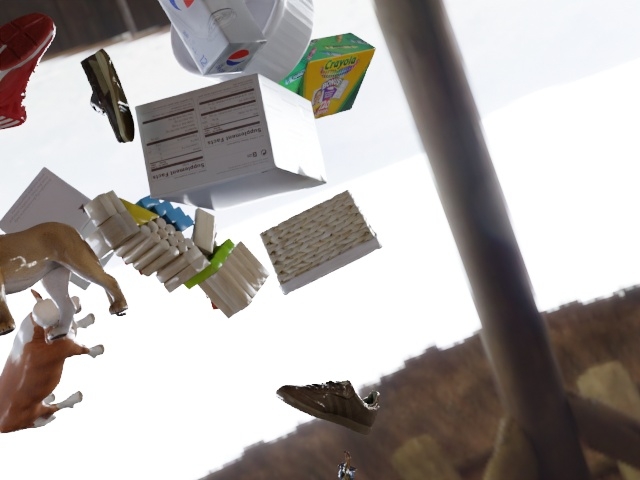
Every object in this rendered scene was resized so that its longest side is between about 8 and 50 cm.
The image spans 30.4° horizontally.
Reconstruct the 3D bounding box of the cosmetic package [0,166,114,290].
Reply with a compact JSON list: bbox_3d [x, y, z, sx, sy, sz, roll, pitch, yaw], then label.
[{"bbox_3d":[-0.495,-0.020,2.278,0.151,0.151,0.184,-53,163,-8],"label":"cosmetic package"}]

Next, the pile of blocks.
[{"bbox_3d":[-0.261,0.017,2.036,0.112,0.362,0.149,-34,-143,36],"label":"pile of blocks"}]

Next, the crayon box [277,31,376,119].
[{"bbox_3d":[-0.005,-0.358,2.605,0.278,0.081,0.165,-23,142,-52],"label":"crayon box"}]

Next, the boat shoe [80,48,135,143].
[{"bbox_3d":[-0.308,-0.203,1.701,0.049,0.152,0.056,-22,159,7],"label":"boat shoe"}]

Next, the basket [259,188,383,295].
[{"bbox_3d":[0.000,0.000,1.775,0.167,0.103,0.113,-25,180,4],"label":"basket"}]

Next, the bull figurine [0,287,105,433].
[{"bbox_3d":[-0.479,0.208,2.060,0.188,0.101,0.310,6,122,-55],"label":"bull figurine"}]

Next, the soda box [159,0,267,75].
[{"bbox_3d":[-0.212,-0.423,2.020,0.098,0.286,0.091,-13,157,-46],"label":"soda box"}]

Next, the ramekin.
[{"bbox_3d":[-0.143,-0.416,2.257,0.277,0.277,0.135,-17,152,33],"label":"ramekin"}]

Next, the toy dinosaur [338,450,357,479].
[{"bbox_3d":[0.057,0.476,2.315,0.047,0.082,0.090,6,-145,14],"label":"toy dinosaur"}]

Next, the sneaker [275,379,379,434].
[{"bbox_3d":[0.012,0.241,1.819,0.188,0.071,0.066,26,174,-36],"label":"sneaker"}]

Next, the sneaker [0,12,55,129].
[{"bbox_3d":[-0.517,-0.278,1.990,0.221,0.087,0.128,-43,155,-3],"label":"sneaker"}]

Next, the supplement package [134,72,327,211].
[{"bbox_3d":[-0.133,-0.144,1.823,0.204,0.145,0.262,-13,173,16],"label":"supplement package"}]

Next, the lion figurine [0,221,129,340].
[{"bbox_3d":[-0.474,0.035,1.824,0.142,0.240,0.392,-30,165,30],"label":"lion figurine"}]
